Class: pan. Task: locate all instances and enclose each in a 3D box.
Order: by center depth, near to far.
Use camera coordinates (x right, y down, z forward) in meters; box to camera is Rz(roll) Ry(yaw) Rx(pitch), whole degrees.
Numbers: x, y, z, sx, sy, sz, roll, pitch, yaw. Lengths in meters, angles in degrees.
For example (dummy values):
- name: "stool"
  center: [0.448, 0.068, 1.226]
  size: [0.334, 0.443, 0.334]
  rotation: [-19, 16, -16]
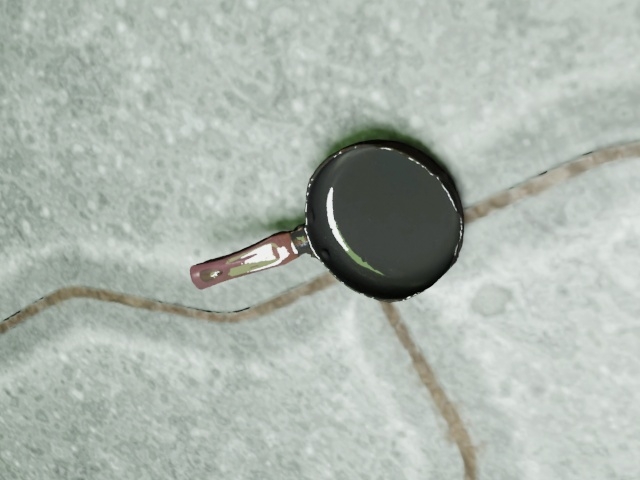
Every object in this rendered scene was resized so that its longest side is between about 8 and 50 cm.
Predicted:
- name: "pan"
  center: [0.001, -0.001, 0.568]
  size: [0.212, 0.040, 0.114]
  rotation: [-17, 103, 25]
